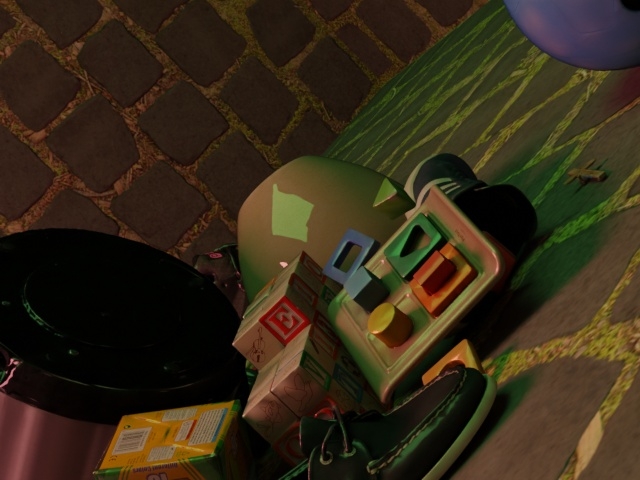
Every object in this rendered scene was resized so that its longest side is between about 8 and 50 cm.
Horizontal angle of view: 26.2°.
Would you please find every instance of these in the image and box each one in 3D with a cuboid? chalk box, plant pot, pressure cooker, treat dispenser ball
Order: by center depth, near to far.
[{"bbox_3d":[-0.131,0.291,1.406,0.132,0.213,0.132,-10,18,9],"label":"chalk box"},{"bbox_3d":[-0.307,0.238,1.670,0.370,0.376,0.420,-36,-31,-59],"label":"pressure cooker"},{"bbox_3d":[0.361,-0.357,1.717,0.288,0.288,0.288,-45,8,8],"label":"treat dispenser ball"},{"bbox_3d":[0.000,0.000,1.816,0.284,0.191,0.284,-37,-14,-11],"label":"plant pot"}]

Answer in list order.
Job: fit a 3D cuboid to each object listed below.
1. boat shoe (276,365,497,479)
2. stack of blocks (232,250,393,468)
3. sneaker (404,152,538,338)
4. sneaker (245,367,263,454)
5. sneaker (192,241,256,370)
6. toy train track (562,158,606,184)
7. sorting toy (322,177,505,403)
[{"bbox_3d":[0.009,0.214,1.259,0.340,0.113,0.127,-43,8,19],"label":"boat shoe"},{"bbox_3d":[-0.007,0.139,1.526,0.087,0.171,0.297,-44,8,16],"label":"stack of blocks"},{"bbox_3d":[0.181,-0.027,1.590,0.148,0.131,0.350,-44,17,26],"label":"sneaker"},{"bbox_3d":[-0.149,0.265,1.920,0.296,0.104,0.147,-26,19,52],"label":"sneaker"},{"bbox_3d":[-0.111,0.065,2.358,0.483,0.202,0.185,-49,9,-22],"label":"sneaker"},{"bbox_3d":[0.306,-0.073,1.567,0.048,0.014,0.083,-39,12,-8],"label":"toy train track"},{"bbox_3d":[0.086,0.048,1.426,0.196,0.047,0.347,-51,32,10],"label":"sorting toy"}]
